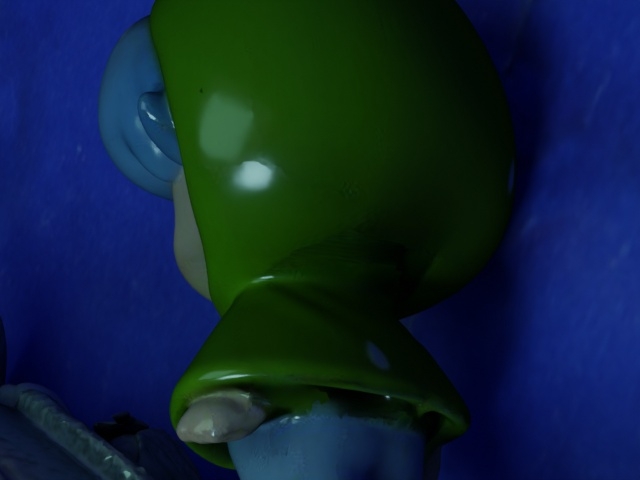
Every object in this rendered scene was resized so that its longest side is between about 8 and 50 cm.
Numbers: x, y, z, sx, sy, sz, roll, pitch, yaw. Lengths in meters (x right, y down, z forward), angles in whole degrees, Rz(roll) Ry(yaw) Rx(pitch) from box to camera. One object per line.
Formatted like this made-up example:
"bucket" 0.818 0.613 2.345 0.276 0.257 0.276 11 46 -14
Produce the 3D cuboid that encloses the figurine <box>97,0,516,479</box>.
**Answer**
"figurine" 0.000 0.000 0.590 0.143 0.162 0.263 -26 59 39

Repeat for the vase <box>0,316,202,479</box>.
"vase" -0.168 0.157 0.714 0.445 0.250 0.250 40 112 54
